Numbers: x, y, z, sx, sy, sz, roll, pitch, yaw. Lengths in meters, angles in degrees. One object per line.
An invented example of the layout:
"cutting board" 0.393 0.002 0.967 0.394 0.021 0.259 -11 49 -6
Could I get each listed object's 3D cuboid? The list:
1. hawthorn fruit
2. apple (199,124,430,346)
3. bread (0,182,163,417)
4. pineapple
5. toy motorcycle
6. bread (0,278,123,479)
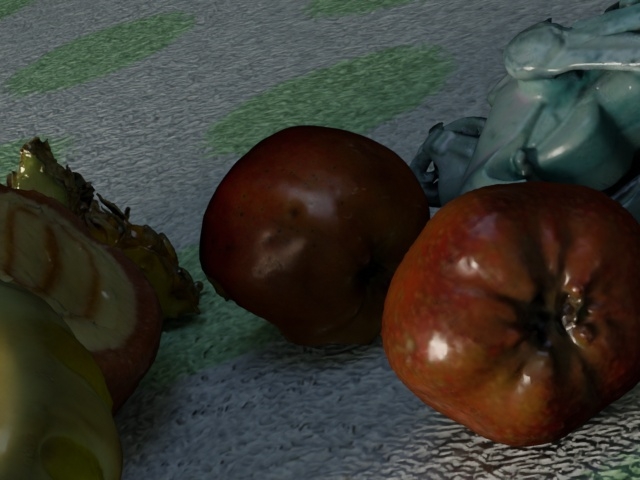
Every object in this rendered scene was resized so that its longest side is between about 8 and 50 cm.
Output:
"hawthorn fruit" 0.108 0.038 1.057 0.163 0.162 0.203 -23 4 -9
"apple" 0.002 -0.006 1.259 0.156 0.147 0.158 -8 11 -36
"bread" -0.211 0.062 1.229 0.123 0.190 0.244 -53 23 20
"pineapple" -0.210 -0.009 1.441 0.250 0.164 0.140 -14 13 23
"toy motorcycle" 0.188 -0.072 1.268 0.260 0.154 0.206 -34 38 10
"bread" -0.274 0.165 1.025 0.333 0.160 0.333 -13 40 11
